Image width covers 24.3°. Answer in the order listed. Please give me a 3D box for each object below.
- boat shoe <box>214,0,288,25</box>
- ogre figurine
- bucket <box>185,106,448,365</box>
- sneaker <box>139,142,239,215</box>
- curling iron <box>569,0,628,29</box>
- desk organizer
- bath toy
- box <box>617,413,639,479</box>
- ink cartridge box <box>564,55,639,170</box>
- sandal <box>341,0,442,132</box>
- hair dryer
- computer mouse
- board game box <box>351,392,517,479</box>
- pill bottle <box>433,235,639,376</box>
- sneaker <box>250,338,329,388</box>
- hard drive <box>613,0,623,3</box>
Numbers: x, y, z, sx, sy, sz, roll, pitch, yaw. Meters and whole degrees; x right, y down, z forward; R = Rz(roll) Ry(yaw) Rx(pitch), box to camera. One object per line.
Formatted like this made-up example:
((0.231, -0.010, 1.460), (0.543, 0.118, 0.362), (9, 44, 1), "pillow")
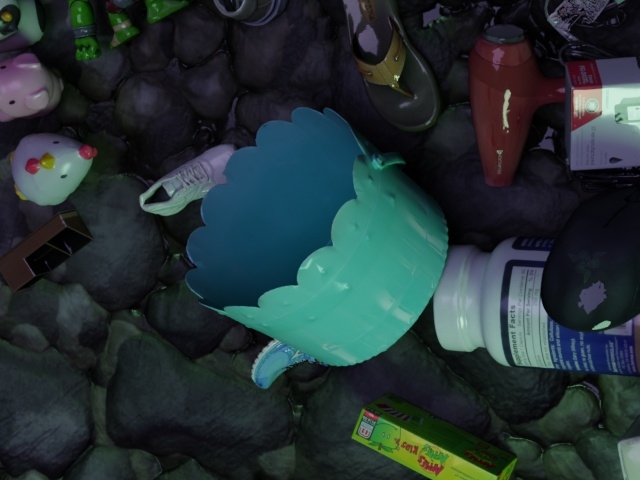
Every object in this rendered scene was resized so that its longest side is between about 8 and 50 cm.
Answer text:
((-0.108, -0.414, 1.827), (0.109, 0.094, 0.302), (-15, 90, 23), "boat shoe")
((-0.246, -0.322, 1.896), (0.197, 0.097, 0.118), (-24, 98, 34), "ogre figurine")
((0.000, 0.000, 1.724), (0.281, 0.183, 0.281), (-31, 41, 32), "bucket")
((-0.167, -0.074, 1.909), (0.152, 0.061, 0.053), (-32, 82, 21), "sneaker")
((0.380, -0.345, 1.667), (0.068, 0.035, 0.274), (41, 109, 7), "curling iron")
((-0.374, 0.014, 2.012), (0.130, 0.047, 0.050), (-35, 85, 22), "desk organizer")
((-0.385, -0.218, 1.931), (0.129, 0.151, 0.348), (-18, 91, 39), "bath toy")
((0.401, 0.218, 1.590), (0.113, 0.275, 0.094), (-13, 91, 24), "box")
((0.348, -0.142, 1.644), (0.151, 0.063, 0.109), (-4, 124, 4), "ink cartridge box")
((0.076, -0.232, 1.790), (0.090, 0.060, 0.219), (-18, 89, 23), "sandal")
((0.273, -0.170, 1.692), (0.223, 0.080, 0.293), (42, 121, -4), "hair dryer")
((0.318, -0.015, 1.603), (0.188, 0.272, 0.072), (11, 136, 28), "computer mouse")
((0.138, 0.251, 1.802), (0.181, 0.092, 0.043), (25, 106, 18), "board game box")
((0.271, 0.072, 1.695), (0.265, 0.153, 0.153), (3, 97, 22), "pill bottle")
((-0.022, 0.139, 1.873), (0.162, 0.063, 0.073), (-43, 83, 21), "sneaker")
((0.356, -0.387, 1.592), (0.255, 0.054, 0.172), (-42, 57, -1), "hard drive")
